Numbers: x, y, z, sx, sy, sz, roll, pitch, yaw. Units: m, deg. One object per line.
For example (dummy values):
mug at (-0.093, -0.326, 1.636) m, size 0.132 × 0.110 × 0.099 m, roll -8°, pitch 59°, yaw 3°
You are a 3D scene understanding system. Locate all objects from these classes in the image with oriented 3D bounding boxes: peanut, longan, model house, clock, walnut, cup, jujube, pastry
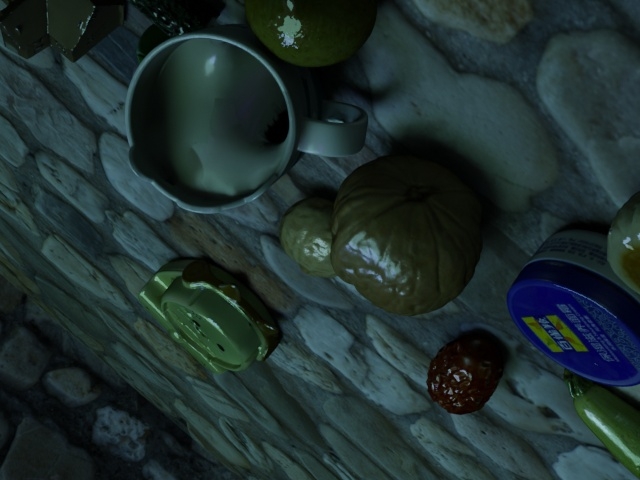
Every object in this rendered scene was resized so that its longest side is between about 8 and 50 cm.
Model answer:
peanut at (0.000, 0.000, 1.667) m, size 0.140 × 0.109 × 0.159 m, roll 44°, pitch 154°, yaw 27°
longan at (-0.008, -0.277, 1.217) m, size 0.145 × 0.176 × 0.154 m, roll -39°, pitch 75°, yaw 25°
model house at (-0.411, -0.381, 1.518) m, size 0.181 × 0.176 × 0.248 m, roll 41°, pitch 162°, yaw 4°
clock at (-0.230, 0.170, 2.249) m, size 0.286 × 0.117 × 0.348 m, roll 48°, pitch 154°, yaw -16°
walnut at (0.113, -0.006, 1.398) m, size 0.228 × 0.228 × 0.228 m, roll 32°, pitch 153°, yaw 18°
cup at (-0.082, -0.164, 1.331) m, size 0.290 × 0.257 × 0.219 m, roll 11°, pitch 108°, yaw 10°
jujube at (0.242, 0.220, 1.709) m, size 0.112 × 0.109 × 0.176 m, roll 5°, pitch 146°, yaw -10°
pastry at (0.400, 0.007, 1.154) m, size 0.156 × 0.092 × 0.156 m, roll 33°, pitch 157°, yaw 16°

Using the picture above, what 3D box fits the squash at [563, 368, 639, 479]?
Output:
squash at (0.450, 0.272, 1.542) m, size 0.224 × 0.094 × 0.094 m, roll 43°, pitch 156°, yaw 14°

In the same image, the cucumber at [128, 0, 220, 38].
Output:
cucumber at (-0.249, -0.364, 1.465) m, size 0.241 × 0.074 × 0.074 m, roll 40°, pitch 155°, yaw 10°

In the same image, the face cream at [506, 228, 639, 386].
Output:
face cream at (0.353, 0.084, 1.318) m, size 0.206 × 0.111 × 0.206 m, roll 32°, pitch 154°, yaw 18°

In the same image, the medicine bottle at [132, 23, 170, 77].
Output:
medicine bottle at (-0.222, -0.216, 1.596) m, size 0.133 × 0.133 × 0.274 m, roll 34°, pitch 155°, yaw 14°
